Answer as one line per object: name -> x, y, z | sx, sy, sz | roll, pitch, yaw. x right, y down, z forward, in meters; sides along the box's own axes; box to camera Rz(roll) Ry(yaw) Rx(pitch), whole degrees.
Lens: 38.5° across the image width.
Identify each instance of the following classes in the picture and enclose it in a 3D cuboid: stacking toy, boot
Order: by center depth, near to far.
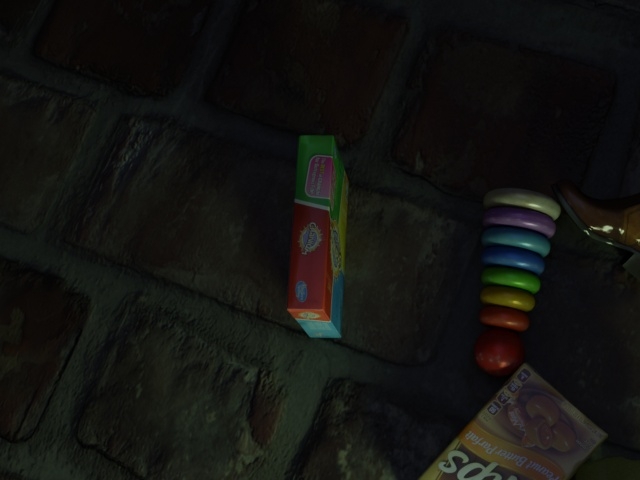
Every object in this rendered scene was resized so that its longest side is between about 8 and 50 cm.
boot -> 0.583, -0.095, 1.602 | 0.264, 0.096, 0.280 | 42, 103, 7
stacking toy -> 0.334, 0.079, 1.643 | 0.141, 0.141, 0.330 | 10, 80, 14

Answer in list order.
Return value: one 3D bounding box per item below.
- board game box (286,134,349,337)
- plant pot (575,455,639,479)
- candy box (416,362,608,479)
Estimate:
board game box -> 0.000, 0.000, 1.666 | 0.064, 0.242, 0.316 | 1, 74, 9
plant pot -> 0.500, 0.480, 1.429 | 0.276, 0.276, 0.253 | -3, 61, 10
candy box -> 0.313, 0.388, 1.565 | 0.183, 0.087, 0.316 | 42, 84, 20
